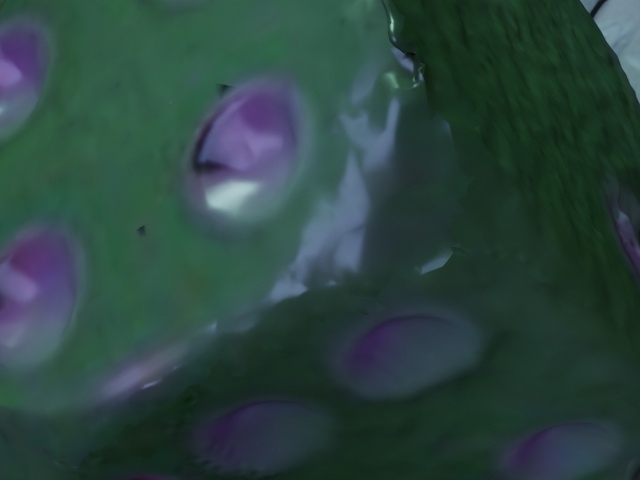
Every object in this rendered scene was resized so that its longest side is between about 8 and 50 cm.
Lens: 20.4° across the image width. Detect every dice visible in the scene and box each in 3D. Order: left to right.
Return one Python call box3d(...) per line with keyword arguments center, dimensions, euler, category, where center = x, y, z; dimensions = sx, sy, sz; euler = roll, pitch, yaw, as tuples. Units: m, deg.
box3d(center=(0.000, 0.000, 0.962), dimensions=(0.322, 0.318, 0.330), euler=(-32, 51, 24), category="dice")
